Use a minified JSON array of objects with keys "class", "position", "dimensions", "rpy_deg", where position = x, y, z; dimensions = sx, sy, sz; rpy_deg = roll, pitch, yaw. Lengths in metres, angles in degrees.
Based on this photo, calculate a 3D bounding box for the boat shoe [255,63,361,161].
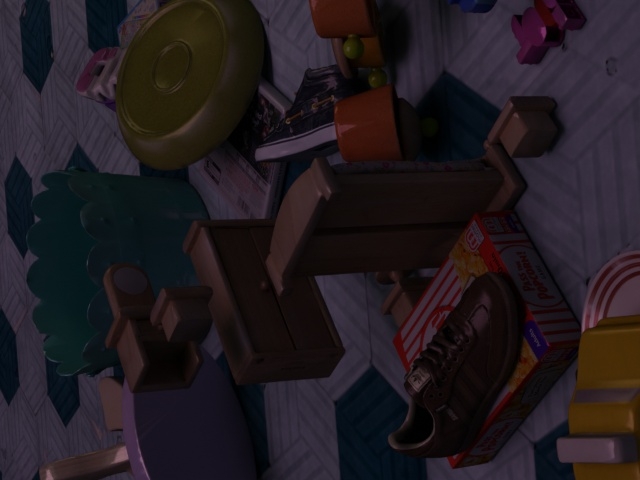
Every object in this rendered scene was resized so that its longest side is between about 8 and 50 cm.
[{"class":"boat shoe","position":[-0.011,-0.134,1.414],"dimensions":[0.183,0.065,0.083],"rpy_deg":[-13,81,54]}]

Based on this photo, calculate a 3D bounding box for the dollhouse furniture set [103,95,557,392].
[{"class":"dollhouse furniture set","position":[-0.015,-0.042,1.184],"dimensions":[0.355,0.303,0.174],"rpy_deg":[-61,42,43]}]

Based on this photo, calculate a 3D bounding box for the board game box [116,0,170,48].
[{"class":"board game box","position":[-0.240,-0.279,1.832],"dimensions":[0.154,0.026,0.103],"rpy_deg":[-27,70,58]}]

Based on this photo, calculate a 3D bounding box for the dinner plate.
[{"class":"dinner plate","position":[0.253,0.077,1.012],"dimensions":[0.141,0.017,0.141],"rpy_deg":[15,107,59]}]

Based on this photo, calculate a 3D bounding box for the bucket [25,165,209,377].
[{"class":"bucket","position":[-0.270,0.038,1.767],"dimensions":[0.281,0.183,0.281],"rpy_deg":[10,101,60]}]

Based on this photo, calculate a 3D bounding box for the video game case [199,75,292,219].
[{"class":"video game case","position":[-0.091,-0.119,1.594],"dimensions":[0.190,0.022,0.173],"rpy_deg":[47,133,49]}]

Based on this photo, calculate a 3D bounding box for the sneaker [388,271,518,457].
[{"class":"sneaker","position":[0.111,0.113,1.117],"dimensions":[0.066,0.071,0.188],"rpy_deg":[49,134,47]}]

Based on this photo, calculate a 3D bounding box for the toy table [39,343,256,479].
[{"class":"toy table","position":[-0.202,0.271,1.640],"dimensions":[0.161,0.252,0.274],"rpy_deg":[-34,51,39]}]

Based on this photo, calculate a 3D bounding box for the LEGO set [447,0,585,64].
[{"class":"LEGO set","position":[0.123,-0.234,1.136],"dimensions":[0.093,0.087,0.227],"rpy_deg":[-61,42,43]}]

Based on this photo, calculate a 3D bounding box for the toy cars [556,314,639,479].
[{"class":"toy cars","position":[0.254,0.063,0.909],"dimensions":[0.176,0.087,0.393],"rpy_deg":[48,129,40]}]

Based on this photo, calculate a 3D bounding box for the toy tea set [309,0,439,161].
[{"class":"toy tea set","position":[0.059,-0.239,1.230],"dimensions":[0.200,0.124,0.336],"rpy_deg":[-78,-22,-66]}]

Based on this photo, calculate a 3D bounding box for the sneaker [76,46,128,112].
[{"class":"sneaker","position":[-0.211,-0.206,1.736],"dimensions":[0.236,0.104,0.095],"rpy_deg":[0,56,41]}]

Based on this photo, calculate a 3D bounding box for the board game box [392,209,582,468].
[{"class":"board game box","position":[0.145,0.091,1.175],"dimensions":[0.147,0.045,0.193],"rpy_deg":[65,144,33]}]

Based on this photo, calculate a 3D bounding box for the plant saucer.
[{"class":"plant saucer","position":[-0.172,-0.204,1.599],"dimensions":[0.241,0.037,0.241],"rpy_deg":[-15,65,36]}]
